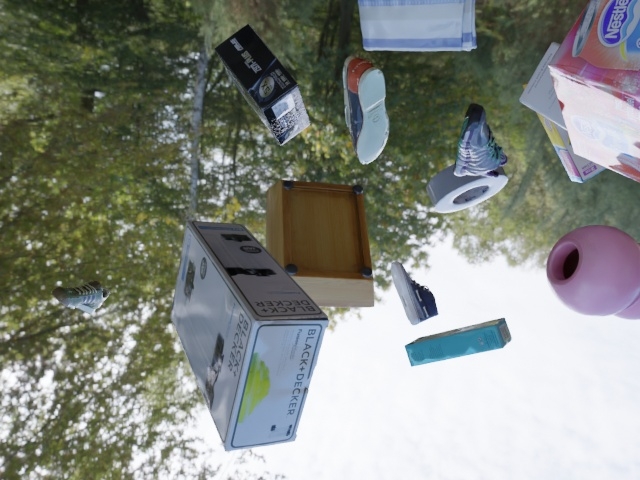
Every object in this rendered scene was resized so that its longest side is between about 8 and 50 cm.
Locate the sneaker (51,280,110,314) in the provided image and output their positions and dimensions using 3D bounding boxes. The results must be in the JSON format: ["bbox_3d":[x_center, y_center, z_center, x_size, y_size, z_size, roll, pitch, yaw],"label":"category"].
[{"bbox_3d":[-0.623,0.136,1.329,0.064,0.192,0.086,42,-102,14],"label":"sneaker"}]

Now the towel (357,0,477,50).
[{"bbox_3d":[0.154,-0.452,0.821,0.209,0.284,0.034,10,-143,27],"label":"towel"}]

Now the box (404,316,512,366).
[{"bbox_3d":[0.344,0.258,1.271,0.244,0.060,0.101,-22,171,32],"label":"box"}]

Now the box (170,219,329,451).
[{"bbox_3d":[-0.109,0.100,0.646,0.087,0.169,0.290,4,-159,-31],"label":"box"}]

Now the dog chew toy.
[{"bbox_3d":[0.688,0.088,1.142,0.332,0.206,0.206,16,-156,-13],"label":"dog chew toy"}]

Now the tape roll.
[{"bbox_3d":[0.422,-0.161,1.458,0.219,0.219,0.072,-7,-110,-30],"label":"tape roll"}]

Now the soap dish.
[{"bbox_3d":[0.000,0.000,1.091,0.229,0.118,0.290,4,-122,-12],"label":"soap dish"}]

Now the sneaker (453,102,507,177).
[{"bbox_3d":[0.315,-0.186,0.963,0.098,0.083,0.223,14,168,14],"label":"sneaker"}]

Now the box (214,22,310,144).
[{"bbox_3d":[-0.100,-0.279,0.930,0.147,0.078,0.180,53,180,10],"label":"box"}]

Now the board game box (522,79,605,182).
[{"bbox_3d":[0.742,-0.357,1.387,0.242,0.316,0.064,-31,-170,5],"label":"board game box"}]

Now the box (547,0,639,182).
[{"bbox_3d":[0.382,-0.177,0.572,0.142,0.154,0.300,37,-169,31],"label":"box"}]

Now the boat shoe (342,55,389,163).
[{"bbox_3d":[0.050,-0.150,0.593,0.049,0.137,0.043,-34,-125,-18],"label":"boat shoe"}]

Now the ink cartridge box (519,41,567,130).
[{"bbox_3d":[0.522,-0.214,0.855,0.207,0.117,0.283,3,-144,-30],"label":"ink cartridge box"}]

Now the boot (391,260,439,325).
[{"bbox_3d":[0.268,0.140,1.437,0.086,0.189,0.069,-19,-178,-12],"label":"boot"}]
